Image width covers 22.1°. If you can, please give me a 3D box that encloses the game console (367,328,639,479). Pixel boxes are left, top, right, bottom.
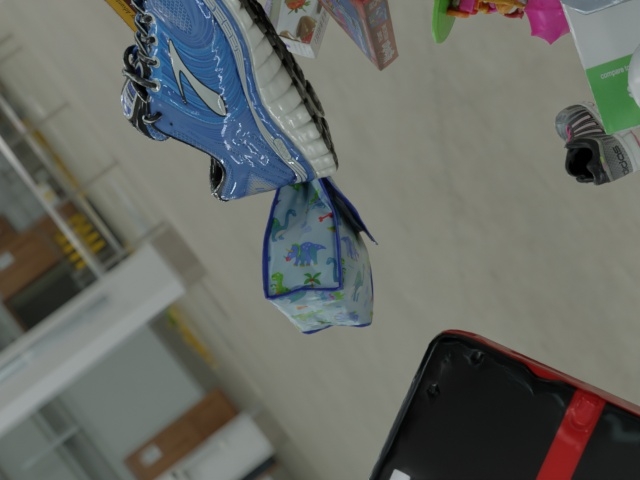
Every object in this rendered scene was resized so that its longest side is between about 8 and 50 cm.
[{"bbox_3d":[0.176,0.310,1.428,0.342,0.386,0.060,23,177,26],"label":"game console"}]

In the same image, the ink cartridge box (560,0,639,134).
[{"bbox_3d":[0.322,-0.270,1.528,0.121,0.211,0.289,-15,97,50],"label":"ink cartridge box"}]

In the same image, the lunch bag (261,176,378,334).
[{"bbox_3d":[0.000,0.000,1.579,0.129,0.096,0.151,54,-151,-65],"label":"lunch bag"}]

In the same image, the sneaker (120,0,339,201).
[{"bbox_3d":[-0.111,-0.153,1.338,0.330,0.147,0.130,59,-172,-33],"label":"sneaker"}]

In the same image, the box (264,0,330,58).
[{"bbox_3d":[0.012,-0.360,1.781,0.063,0.324,0.067,17,174,7],"label":"box"}]

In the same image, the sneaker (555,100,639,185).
[{"bbox_3d":[0.303,-0.108,1.876,0.170,0.075,0.063,46,162,60],"label":"sneaker"}]

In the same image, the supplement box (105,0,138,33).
[{"bbox_3d":[-0.189,-0.379,1.949,0.191,0.194,0.129,47,-148,-36],"label":"supplement box"}]

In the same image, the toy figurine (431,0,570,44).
[{"bbox_3d":[0.232,-0.285,1.961,0.159,0.130,0.173,14,-166,14],"label":"toy figurine"}]

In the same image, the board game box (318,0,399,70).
[{"bbox_3d":[0.006,-0.229,1.387,0.145,0.027,0.281,51,-179,7],"label":"board game box"}]

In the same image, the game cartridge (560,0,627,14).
[{"bbox_3d":[0.260,-0.296,1.111,0.062,0.297,0.198,34,164,-23],"label":"game cartridge"}]

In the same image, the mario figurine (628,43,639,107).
[{"bbox_3d":[0.318,-0.132,1.119,0.198,0.170,0.320,29,-171,-7],"label":"mario figurine"}]
